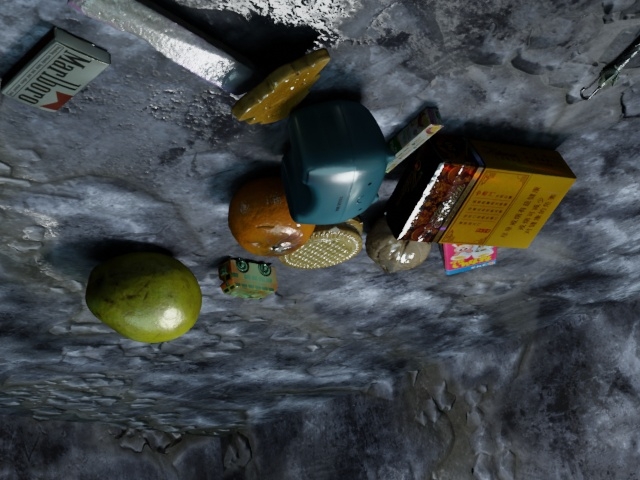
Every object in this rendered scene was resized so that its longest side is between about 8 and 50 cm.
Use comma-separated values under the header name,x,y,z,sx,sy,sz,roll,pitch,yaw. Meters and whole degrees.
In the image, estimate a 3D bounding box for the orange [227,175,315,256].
name,x,y,z,sx,sy,sz,roll,pitch,yaw
orange,-0.116,-0.055,1.934,0.224,0.170,0.224,-11,155,-5

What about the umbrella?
name,x,y,z,sx,sy,sz,roll,pitch,yaw
umbrella,0.649,-0.377,1.714,0.044,0.044,0.269,-32,170,-35

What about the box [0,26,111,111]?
name,x,y,z,sx,sy,sz,roll,pitch,yaw
box,-0.470,-0.298,1.433,0.178,0.035,0.115,-29,150,33

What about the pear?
name,x,y,z,sx,sy,sz,roll,pitch,yaw
pear,-0.464,0.148,2.150,0.307,0.252,0.253,27,137,-36

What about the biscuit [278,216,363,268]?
name,x,y,z,sx,sy,sz,roll,pitch,yaw
biscuit,0.000,0.000,2.205,0.259,0.079,0.259,-7,155,-3

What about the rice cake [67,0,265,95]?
name,x,y,z,sx,sy,sz,roll,pitch,yaw
rice cake,-0.253,-0.346,1.378,0.070,0.064,0.399,-47,142,18

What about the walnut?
name,x,y,z,sx,sy,sz,roll,pitch,yaw
walnut,0.211,0.008,2.217,0.178,0.178,0.230,-4,166,-15

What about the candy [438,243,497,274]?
name,x,y,z,sx,sy,sz,roll,pitch,yaw
candy,0.423,-0.009,2.337,0.157,0.100,0.306,-15,154,5

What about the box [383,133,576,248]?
name,x,y,z,sx,sy,sz,roll,pitch,yaw
box,0.389,-0.114,1.992,0.416,0.115,0.264,3,135,-26

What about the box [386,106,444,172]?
name,x,y,z,sx,sy,sz,roll,pitch,yaw
box,0.198,-0.226,1.838,0.041,0.049,0.207,9,149,-33

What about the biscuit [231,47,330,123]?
name,x,y,z,sx,sy,sz,roll,pitch,yaw
biscuit,-0.076,-0.284,1.547,0.212,0.041,0.238,-37,175,-7

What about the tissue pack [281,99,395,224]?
name,x,y,z,sx,sy,sz,roll,pitch,yaw
tissue pack,0.033,-0.164,1.727,0.206,0.198,0.287,-9,154,-14

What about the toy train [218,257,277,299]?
name,x,y,z,sx,sy,sz,roll,pitch,yaw
toy train,-0.205,0.112,2.335,0.188,0.099,0.072,12,146,-39
